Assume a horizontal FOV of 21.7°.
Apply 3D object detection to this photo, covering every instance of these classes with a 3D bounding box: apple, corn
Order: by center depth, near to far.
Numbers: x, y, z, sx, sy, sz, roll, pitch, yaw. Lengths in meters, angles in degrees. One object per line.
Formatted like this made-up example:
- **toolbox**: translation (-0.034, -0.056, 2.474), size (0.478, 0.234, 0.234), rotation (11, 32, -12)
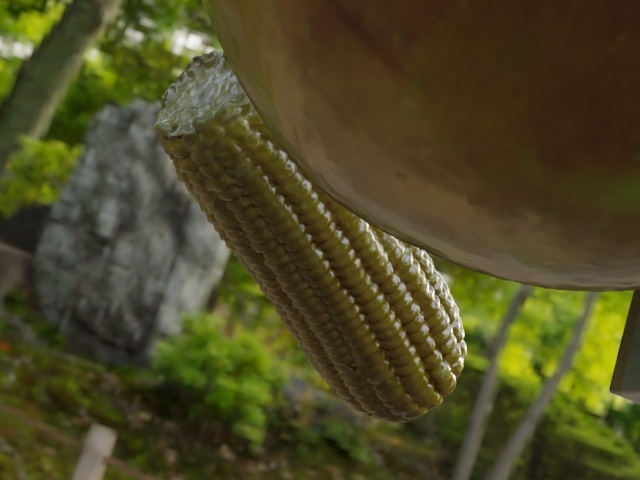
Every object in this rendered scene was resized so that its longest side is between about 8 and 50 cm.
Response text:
- **apple**: translation (0.135, -0.155, 0.692), size (0.374, 0.384, 0.374), rotation (52, -17, 24)
- **corn**: translation (0.000, 0.000, 1.278), size (0.131, 0.131, 0.344), rotation (13, -32, 47)

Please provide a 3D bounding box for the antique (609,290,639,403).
- **antique**: translation (0.285, 0.049, 1.068), size (0.147, 0.152, 0.148), rotation (22, -15, -18)
